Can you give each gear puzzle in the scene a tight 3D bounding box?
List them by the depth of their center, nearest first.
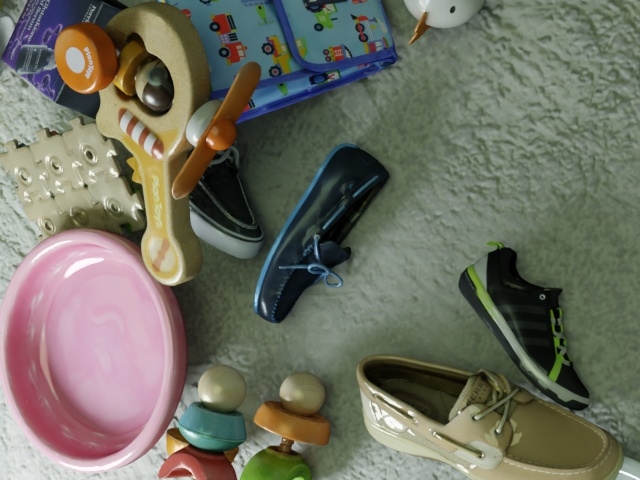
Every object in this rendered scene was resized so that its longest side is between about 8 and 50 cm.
[{"bbox_3d":[-0.304,-0.087,1.851,0.339,0.044,0.175,-12,107,44],"label":"gear puzzle"}]

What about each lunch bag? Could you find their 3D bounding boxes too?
[{"bbox_3d":[-0.049,-0.297,1.772,0.293,0.138,0.221,-18,78,-11],"label":"lunch bag"}]

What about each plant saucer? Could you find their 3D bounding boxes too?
[{"bbox_3d":[-0.302,0.148,1.864,0.332,0.084,0.332,1,91,35],"label":"plant saucer"}]

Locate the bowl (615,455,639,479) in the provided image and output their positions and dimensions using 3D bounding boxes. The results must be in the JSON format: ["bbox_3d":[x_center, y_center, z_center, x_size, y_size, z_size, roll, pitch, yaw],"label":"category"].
[{"bbox_3d":[0.293,0.398,1.588,0.298,0.134,0.298,-17,37,14],"label":"bowl"}]

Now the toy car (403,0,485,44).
[{"bbox_3d":[0.161,-0.345,1.684,0.219,0.210,0.238,25,109,9],"label":"toy car"}]

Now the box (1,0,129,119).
[{"bbox_3d":[-0.328,-0.268,1.865,0.207,0.108,0.153,35,101,49],"label":"box"}]

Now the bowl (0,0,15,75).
[{"bbox_3d":[-0.525,-0.290,1.905,0.156,0.289,0.289,23,96,8],"label":"bowl"}]

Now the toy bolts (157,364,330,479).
[{"bbox_3d":[-0.117,0.228,1.745,0.218,0.228,0.158,17,94,29],"label":"toy bolts"}]

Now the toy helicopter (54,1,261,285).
[{"bbox_3d":[-0.178,-0.111,1.647,0.235,0.140,0.355,12,115,35],"label":"toy helicopter"}]

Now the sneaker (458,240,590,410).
[{"bbox_3d":[0.266,0.100,1.671,0.097,0.084,0.234,-42,75,12],"label":"sneaker"}]

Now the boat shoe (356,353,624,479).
[{"bbox_3d":[0.195,0.220,1.644,0.341,0.110,0.121,10,48,27],"label":"boat shoe"}]

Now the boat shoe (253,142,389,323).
[{"bbox_3d":[0.000,0.000,1.769,0.089,0.109,0.258,30,100,16],"label":"boat shoe"}]

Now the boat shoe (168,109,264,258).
[{"bbox_3d":[-0.164,-0.112,1.834,0.105,0.113,0.306,-51,62,27],"label":"boat shoe"}]
